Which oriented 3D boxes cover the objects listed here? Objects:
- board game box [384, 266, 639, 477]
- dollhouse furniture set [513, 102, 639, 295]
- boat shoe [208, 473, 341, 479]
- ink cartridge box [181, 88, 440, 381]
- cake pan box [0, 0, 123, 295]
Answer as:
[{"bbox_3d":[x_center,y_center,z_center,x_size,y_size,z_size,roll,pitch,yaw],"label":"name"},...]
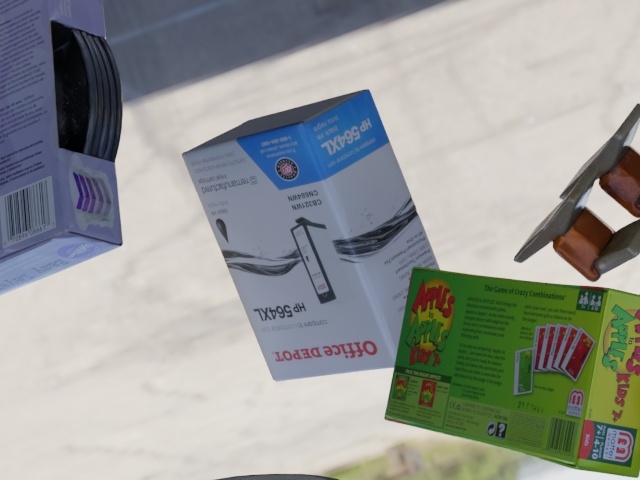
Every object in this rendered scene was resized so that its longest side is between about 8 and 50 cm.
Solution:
[{"bbox_3d":[0.107,0.068,0.968,0.043,0.092,0.181,13,176,-30],"label":"board game box"},{"bbox_3d":[0.298,0.019,1.320,0.259,0.262,0.135,-50,179,-36],"label":"dollhouse furniture set"},{"bbox_3d":[-0.121,0.170,0.743,0.320,0.118,0.103,-8,-167,17],"label":"boat shoe"},{"bbox_3d":[0.000,0.000,1.386,0.148,0.203,0.086,-11,-166,46],"label":"ink cartridge box"},{"bbox_3d":[-0.271,-0.079,1.403,0.267,0.245,0.070,-22,158,34],"label":"cake pan box"}]
